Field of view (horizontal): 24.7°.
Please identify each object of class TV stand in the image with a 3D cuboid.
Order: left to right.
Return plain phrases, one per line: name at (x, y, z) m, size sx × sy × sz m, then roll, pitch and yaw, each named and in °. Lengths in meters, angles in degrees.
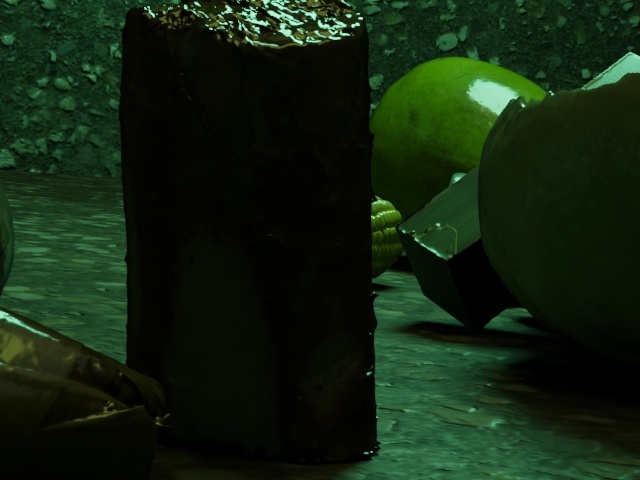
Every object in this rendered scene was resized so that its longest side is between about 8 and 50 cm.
TV stand at (0.200, -0.042, 1.245) m, size 0.269 × 0.088 × 0.083 m, roll -36°, pitch 39°, yaw -12°

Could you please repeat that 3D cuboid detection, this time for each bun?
bun at (0.293, -0.002, 1.038) m, size 0.364 × 0.202 × 0.364 m, roll -3°, pitch -12°, yaw -1°

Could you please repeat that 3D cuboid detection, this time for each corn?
corn at (0.000, 0.000, 1.418) m, size 0.093 × 0.093 × 0.244 m, roll 8°, pitch 6°, yaw 30°

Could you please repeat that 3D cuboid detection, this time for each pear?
pear at (0.183, -0.087, 1.720) m, size 0.252 × 0.253 × 0.307 m, roll 2°, pitch 9°, yaw -34°

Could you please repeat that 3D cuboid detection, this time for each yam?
yam at (-0.034, -0.009, 0.734) m, size 0.129 × 0.238 × 0.128 m, roll -4°, pitch 14°, yaw -19°

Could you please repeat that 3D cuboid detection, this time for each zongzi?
zongzi at (-0.145, 0.084, 0.526) m, size 0.160 × 0.078 × 0.176 m, roll 18°, pitch 29°, yaw -1°

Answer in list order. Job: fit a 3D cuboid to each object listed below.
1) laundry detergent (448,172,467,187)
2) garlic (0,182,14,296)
laundry detergent at (0.319, -0.004, 1.456) m, size 0.397 × 0.125 × 0.264 m, roll 11°, pitch 11°, yaw 13°
garlic at (-0.371, -0.013, 0.956) m, size 0.340 × 0.231 × 0.246 m, roll -11°, pitch 51°, yaw -5°
